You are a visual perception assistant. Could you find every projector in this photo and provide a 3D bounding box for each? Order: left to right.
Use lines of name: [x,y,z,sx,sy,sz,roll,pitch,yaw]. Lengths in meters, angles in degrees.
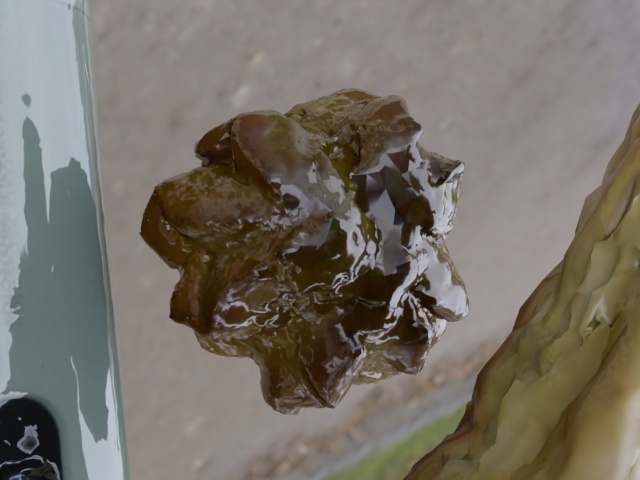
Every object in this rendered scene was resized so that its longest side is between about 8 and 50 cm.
projector: [-0.121,0.051,0.683,0.108,0.338,0.108,-6,171,-1]

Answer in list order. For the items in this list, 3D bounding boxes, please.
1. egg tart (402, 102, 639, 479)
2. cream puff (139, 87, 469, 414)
egg tart: [0.114,0.058,0.514,0.352,0.150,0.352,-50,170,-13]
cream puff: [0.000,0.000,0.691,0.116,0.122,0.094,-66,-168,-15]
